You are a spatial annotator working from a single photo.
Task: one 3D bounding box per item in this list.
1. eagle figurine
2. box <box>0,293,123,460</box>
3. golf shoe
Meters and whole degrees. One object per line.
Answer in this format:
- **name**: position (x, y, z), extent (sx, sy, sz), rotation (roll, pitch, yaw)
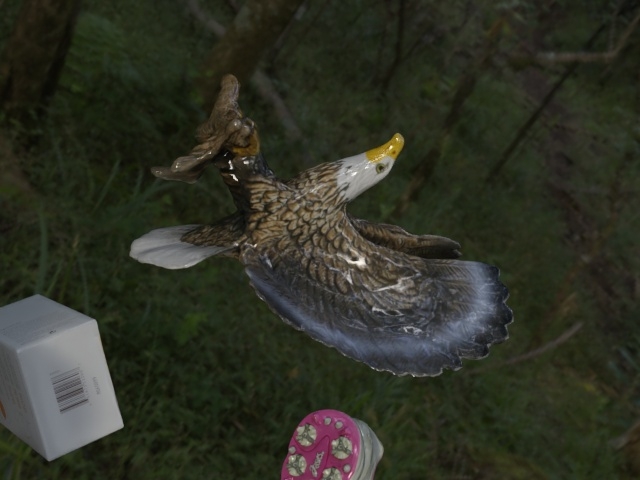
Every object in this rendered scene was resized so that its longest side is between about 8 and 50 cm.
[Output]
- **eagle figurine**: position (0.008, -0.004, 0.922), extent (0.298, 0.225, 0.226), rotation (46, 51, -20)
- **box**: position (-0.305, 0.145, 1.134), extent (0.091, 0.130, 0.170), rotation (-22, 20, -31)
- **golf shoe**: position (-0.007, 0.356, 1.250), extent (0.115, 0.306, 0.140), rotation (26, 1, 31)
